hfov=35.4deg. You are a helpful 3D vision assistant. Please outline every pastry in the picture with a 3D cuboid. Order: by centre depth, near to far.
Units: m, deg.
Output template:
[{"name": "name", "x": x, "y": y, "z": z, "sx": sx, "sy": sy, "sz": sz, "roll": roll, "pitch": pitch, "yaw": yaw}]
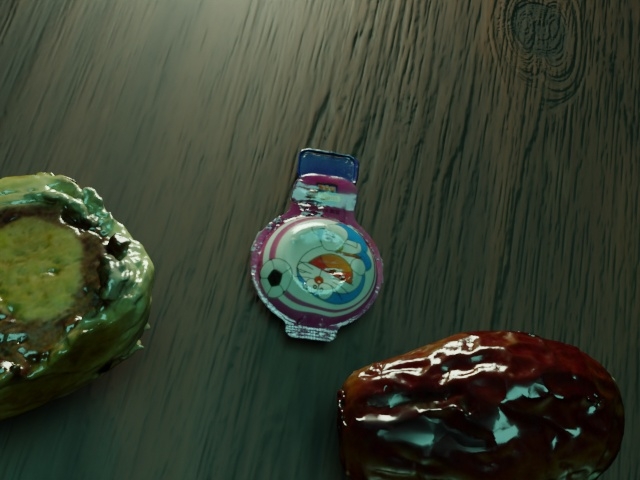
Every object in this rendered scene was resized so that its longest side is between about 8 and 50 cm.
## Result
[{"name": "pastry", "x": -0.301, "y": 0.067, "z": 1.003, "sx": 0.256, "sy": 0.170, "sz": 0.237, "roll": -30, "pitch": 54, "yaw": -18}]

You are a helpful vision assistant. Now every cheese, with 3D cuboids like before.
[{"name": "cheese", "x": 0.000, "y": 0.000, "z": 1.150, "sx": 0.155, "sy": 0.062, "sz": 0.244, "roll": 10, "pitch": 63, "yaw": -5}]

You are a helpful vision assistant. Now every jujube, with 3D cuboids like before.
[{"name": "jujube", "x": 0.162, "y": 0.183, "z": 1.028, "sx": 0.290, "sy": 0.197, "sz": 0.197, "roll": -3, "pitch": 65, "yaw": -4}]
